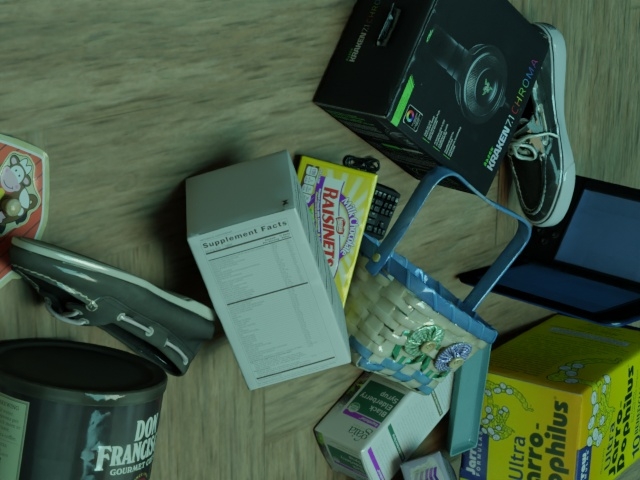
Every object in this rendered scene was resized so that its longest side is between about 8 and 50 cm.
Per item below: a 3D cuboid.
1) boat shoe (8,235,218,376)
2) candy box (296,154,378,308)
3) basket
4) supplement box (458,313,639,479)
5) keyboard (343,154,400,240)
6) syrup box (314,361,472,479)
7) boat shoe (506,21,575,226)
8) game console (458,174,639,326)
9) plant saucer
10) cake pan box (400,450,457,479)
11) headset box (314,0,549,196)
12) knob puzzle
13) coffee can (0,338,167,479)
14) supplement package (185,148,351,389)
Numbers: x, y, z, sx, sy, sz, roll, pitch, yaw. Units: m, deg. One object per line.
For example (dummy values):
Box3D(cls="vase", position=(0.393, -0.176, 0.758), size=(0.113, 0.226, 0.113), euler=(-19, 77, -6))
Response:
Box3D(cls="boat shoe", position=(-0.233, 0.082, 1.650), size=(0.335, 0.112, 0.096), euler=(27, 81, -55))
Box3D(cls="candy box", position=(0.000, 0.000, 1.899), size=(0.105, 0.027, 0.206), euler=(13, 94, -7))
Box3D(cls="basket", position=(0.149, 0.056, 1.987), size=(0.254, 0.201, 0.289), euler=(27, 96, -47))
Box3D(cls="supplement box", position=(0.385, 0.259, 2.278), size=(0.356, 0.195, 0.194), euler=(-20, 116, -54))
Box3D(cls="keyboard", position=(0.046, -0.065, 1.977), size=(0.180, 0.023, 0.108), euler=(18, 90, -50))
Box3D(cls="syrup box", position=(0.107, 0.236, 2.092), size=(0.237, 0.093, 0.096), euler=(-45, 133, -28))
Box3D(cls="boat shoe", position=(0.307, -0.167, 2.162), size=(0.105, 0.113, 0.306), euler=(-12, 110, -38))
Box3D(cls="game console", position=(0.400, 0.009, 2.183), size=(0.173, 0.293, 0.250), euler=(33, 78, -48))
Box3D(cls="plant saucer", position=(0.215, 0.217, 2.120), size=(0.067, 0.018, 0.192), euler=(-11, 113, -47))
Box3D(cls="cake pan box", position=(0.191, 0.439, 2.100), size=(0.267, 0.070, 0.246), euler=(56, 14, -74))
Box3D(cls="headset box", position=(0.150, -0.232, 1.950), size=(0.283, 0.131, 0.246), euler=(33, 77, -47))
Box3D(cls="knob puzzle", position=(-0.355, -0.030, 1.545), size=(0.213, 0.030, 0.213), euler=(-18, 116, -43))
Box3D(cls="coffee can", position=(-0.287, 0.266, 1.592), size=(0.201, 0.201, 0.275), euler=(-1, 104, -47))
Box3D(cls="supplement package", position=(-0.063, 0.036, 1.769), size=(0.139, 0.134, 0.244), euler=(-15, 125, 4))
